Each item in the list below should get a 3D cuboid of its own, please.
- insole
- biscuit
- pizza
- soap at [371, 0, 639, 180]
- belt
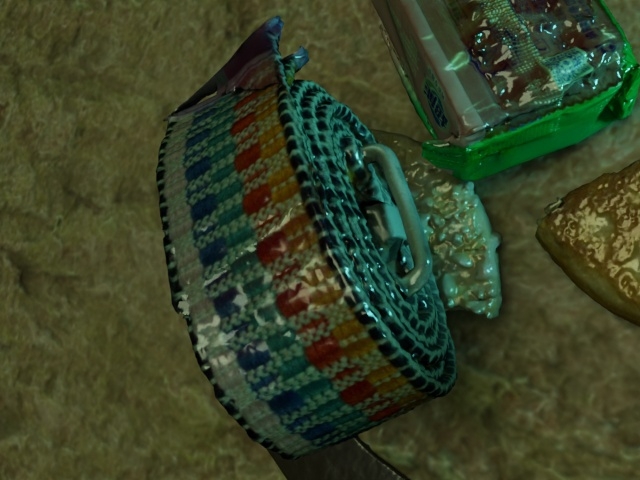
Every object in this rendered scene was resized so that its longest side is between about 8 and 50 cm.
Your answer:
[{"bbox_3d":[0.026,0.230,0.755,0.111,0.007,0.328,-49,61,10],"label":"insole"},{"bbox_3d":[0.040,-0.018,0.759,0.281,0.084,0.179,10,80,25],"label":"biscuit"},{"bbox_3d":[0.266,-0.011,0.650,0.182,0.062,0.161,19,95,36],"label":"pizza"},{"bbox_3d":[0.144,-0.204,0.711,0.218,0.098,0.273,-21,68,-1],"label":"soap"},{"bbox_3d":[0.000,0.000,0.616,0.161,0.207,0.295,-28,54,19],"label":"belt"}]
